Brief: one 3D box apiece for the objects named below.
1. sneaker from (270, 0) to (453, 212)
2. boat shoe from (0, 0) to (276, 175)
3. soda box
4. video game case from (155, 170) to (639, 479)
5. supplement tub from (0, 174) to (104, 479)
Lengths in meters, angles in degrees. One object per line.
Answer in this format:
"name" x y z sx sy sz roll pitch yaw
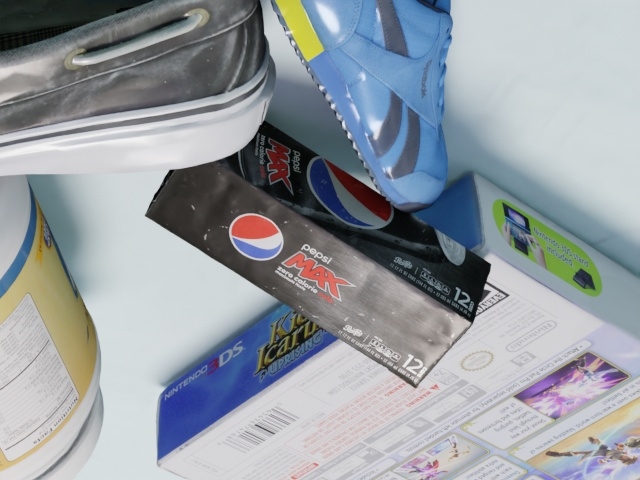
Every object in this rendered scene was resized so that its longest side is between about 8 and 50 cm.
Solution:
"sneaker" 0.039 -0.087 0.919 0.082 0.069 0.209 -25 141 6
"boat shoe" -0.188 -0.091 0.877 0.335 0.121 0.119 -10 134 -10
"soda box" 0.000 0.000 0.983 0.169 0.053 0.060 32 128 -7
"video game case" 0.080 0.097 1.150 0.244 0.061 0.269 31 130 -33
"supplement tub" -0.196 0.043 0.996 0.144 0.144 0.200 -9 141 6
